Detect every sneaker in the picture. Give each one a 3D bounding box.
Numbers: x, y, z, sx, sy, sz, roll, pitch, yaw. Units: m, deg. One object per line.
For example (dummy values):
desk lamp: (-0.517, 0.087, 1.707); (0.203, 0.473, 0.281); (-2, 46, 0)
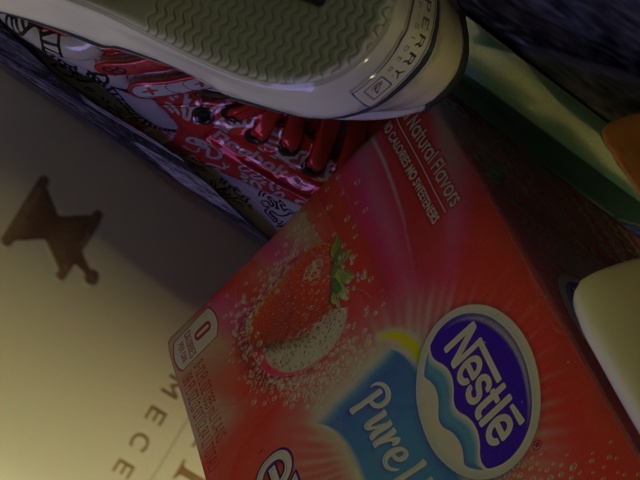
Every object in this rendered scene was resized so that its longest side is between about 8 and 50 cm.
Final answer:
sneaker: (-0.024, -0.059, 0.746); (0.270, 0.090, 0.145); (33, 177, 1)
sneaker: (-0.068, -0.099, 0.610); (0.258, 0.094, 0.091); (32, -179, 25)

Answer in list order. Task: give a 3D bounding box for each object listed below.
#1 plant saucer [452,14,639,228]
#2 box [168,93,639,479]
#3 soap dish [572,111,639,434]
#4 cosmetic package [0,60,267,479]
plant saucer: (0.068, -0.052, 0.696); (0.192, 0.018, 0.067); (32, 175, -28)
box: (0.072, 0.102, 0.623); (0.142, 0.154, 0.300); (34, -160, -32)
soap dish: (0.198, 0.099, 0.424); (0.291, 0.118, 0.229); (40, -163, -41)
cosmetic package: (-0.262, 0.045, 0.856); (0.393, 0.329, 0.327); (34, 174, -25)
